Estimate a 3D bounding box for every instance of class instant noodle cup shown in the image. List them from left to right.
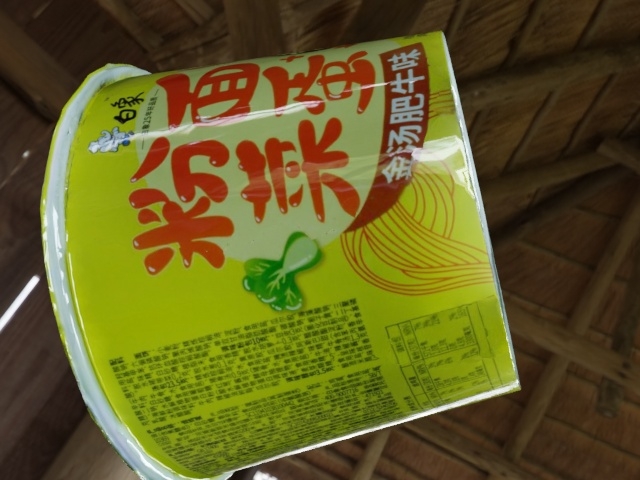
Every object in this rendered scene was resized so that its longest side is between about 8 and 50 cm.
[{"bbox_3d":[0.000,0.000,0.480,0.221,0.311,0.311,-12,-41,13],"label":"instant noodle cup"}]
